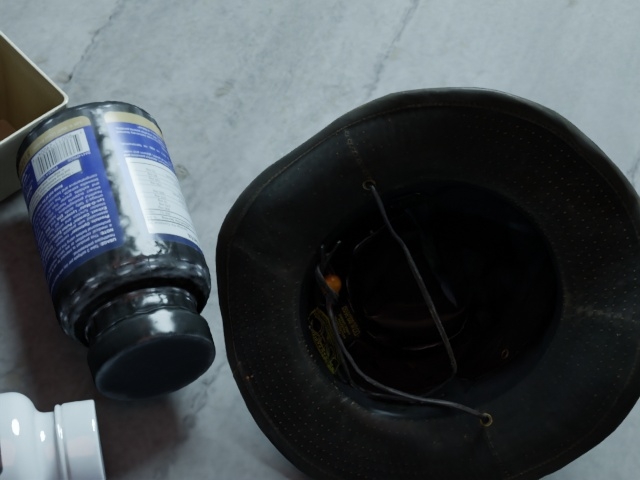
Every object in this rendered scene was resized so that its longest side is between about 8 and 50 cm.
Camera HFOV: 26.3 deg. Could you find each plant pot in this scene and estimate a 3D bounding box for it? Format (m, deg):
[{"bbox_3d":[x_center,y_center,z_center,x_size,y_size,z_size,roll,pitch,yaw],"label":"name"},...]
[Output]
[{"bbox_3d":[-0.279,-0.092,1.141,0.109,0.096,0.109,-37,66,-23],"label":"plant pot"}]

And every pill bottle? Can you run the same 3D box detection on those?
[{"bbox_3d":[-0.251,0.166,0.965,0.194,0.108,0.108,-8,57,-8],"label":"pill bottle"},{"bbox_3d":[-0.156,0.008,1.065,0.123,0.122,0.219,-14,59,-12],"label":"pill bottle"}]

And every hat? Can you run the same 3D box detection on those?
[{"bbox_3d":[0.093,0.036,1.025,0.331,0.331,0.134,23,17,12],"label":"hat"}]
